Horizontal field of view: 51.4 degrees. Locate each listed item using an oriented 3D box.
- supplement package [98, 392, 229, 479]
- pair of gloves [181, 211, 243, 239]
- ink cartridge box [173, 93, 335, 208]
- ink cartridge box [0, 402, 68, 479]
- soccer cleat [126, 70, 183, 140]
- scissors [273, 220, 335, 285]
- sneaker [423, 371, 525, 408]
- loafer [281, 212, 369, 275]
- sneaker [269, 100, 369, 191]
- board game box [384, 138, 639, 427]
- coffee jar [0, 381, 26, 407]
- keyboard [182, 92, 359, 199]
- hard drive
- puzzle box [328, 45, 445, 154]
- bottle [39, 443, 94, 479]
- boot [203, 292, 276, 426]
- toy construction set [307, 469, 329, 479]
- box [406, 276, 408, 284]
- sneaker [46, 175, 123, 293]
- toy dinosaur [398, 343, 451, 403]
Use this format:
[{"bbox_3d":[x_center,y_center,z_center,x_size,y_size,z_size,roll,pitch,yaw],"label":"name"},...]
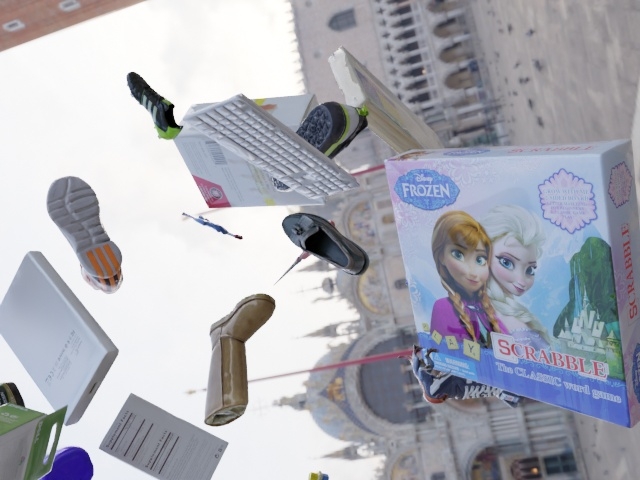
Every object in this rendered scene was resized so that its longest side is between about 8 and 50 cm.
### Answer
[{"bbox_3d":[-0.346,0.459,1.477,0.133,0.244,0.139,-63,2,-24],"label":"supplement package"},{"bbox_3d":[-0.330,-0.048,2.031,0.023,0.159,0.198,-66,-21,-1],"label":"pair of gloves"},{"bbox_3d":[-0.172,-0.242,1.861,0.279,0.385,0.160,70,-152,-42],"label":"ink cartridge box"},{"bbox_3d":[-0.424,0.283,0.875,0.209,0.062,0.109,-3,-73,-83],"label":"ink cartridge box"},{"bbox_3d":[-0.376,-0.315,1.518,0.179,0.072,0.060,58,-145,-8],"label":"soccer cleat"},{"bbox_3d":[-0.049,0.039,1.921,0.021,0.297,0.109,27,-128,-21],"label":"scissors"},{"bbox_3d":[0.407,0.368,1.660,0.153,0.282,0.099,56,160,30],"label":"sneaker"},{"bbox_3d":[0.000,0.000,1.648,0.084,0.267,0.096,8,-70,-59],"label":"loafer"},{"bbox_3d":[-0.001,-0.149,1.098,0.097,0.235,0.084,-11,-103,-38],"label":"sneaker"},{"bbox_3d":[0.237,0.040,0.833,0.066,0.319,0.318,-23,-73,-34],"label":"board game box"},{"bbox_3d":[-0.809,0.402,1.597,0.096,0.079,0.184,55,-155,16],"label":"coffee jar"},{"bbox_3d":[-0.044,-0.096,0.749,0.256,0.072,0.014,28,-133,-55],"label":"keyboard"},{"bbox_3d":[-0.546,0.195,1.353,0.307,0.203,0.040,43,-160,25],"label":"hard drive"},{"bbox_3d":[0.195,-0.290,1.659,0.409,0.052,0.272,34,-153,-34],"label":"puzzle box"},{"bbox_3d":[-0.577,0.469,1.349,0.118,0.283,0.092,-28,-80,-48],"label":"bottle"},{"bbox_3d":[-0.193,0.291,1.631,0.089,0.236,0.269,30,-144,-32],"label":"boot"},{"bbox_3d":[-0.012,0.791,1.733,0.215,0.151,0.327,-100,14,-64],"label":"toy construction set"},{"bbox_3d":[0.240,0.025,1.495,0.126,0.072,0.137,-26,-62,-69],"label":"box"},{"bbox_3d":[-0.587,0.001,1.653,0.321,0.125,0.180,60,155,23],"label":"sneaker"},{"bbox_3d":[0.142,0.180,0.879,0.090,0.047,0.082,131,151,-54],"label":"toy dinosaur"}]
